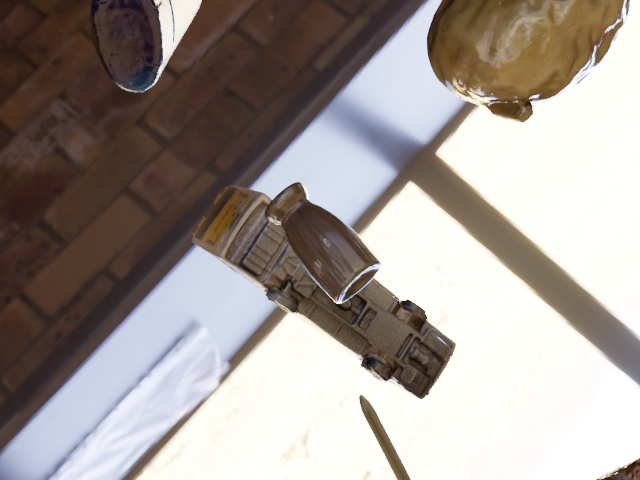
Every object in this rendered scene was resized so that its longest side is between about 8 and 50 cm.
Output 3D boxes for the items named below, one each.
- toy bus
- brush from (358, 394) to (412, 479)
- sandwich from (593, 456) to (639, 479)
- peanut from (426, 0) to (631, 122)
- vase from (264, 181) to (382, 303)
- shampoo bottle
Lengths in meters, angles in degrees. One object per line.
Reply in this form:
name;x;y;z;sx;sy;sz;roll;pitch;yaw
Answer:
toy bus;0.008;0.067;1.141;0.097;0.342;0.138;-58;-149;-9
brush;0.131;0.380;1.557;0.042;0.299;0.039;-33;-172;-40
sandwich;0.470;0.404;1.459;0.262;0.131;0.325;-26;162;-12
peanut;0.193;-0.220;0.801;0.291;0.143;0.159;-62;164;-14
vase;0.000;0.000;0.811;0.053;0.100;0.053;-39;164;-14
shampoo bottle;-0.119;-0.183;0.707;0.183;0.050;0.087;-80;168;-57
